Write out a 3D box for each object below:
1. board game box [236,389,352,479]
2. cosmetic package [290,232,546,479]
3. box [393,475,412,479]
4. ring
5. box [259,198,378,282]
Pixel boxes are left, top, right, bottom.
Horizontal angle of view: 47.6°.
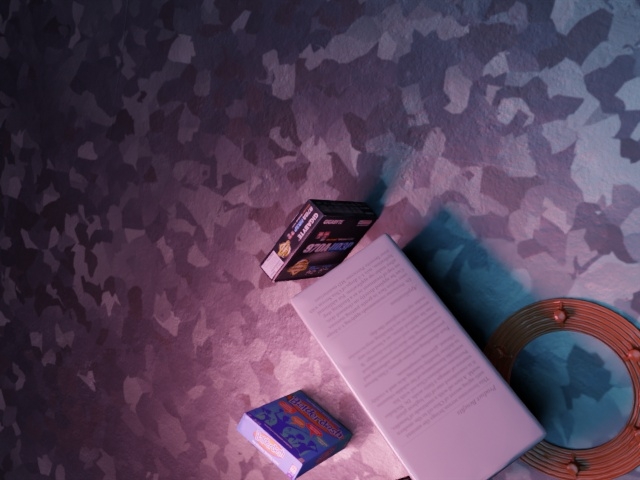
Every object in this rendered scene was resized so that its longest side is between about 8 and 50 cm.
[{"bbox_3d":[-0.050,0.397,1.504,0.160,0.210,0.047,35,108,23],"label":"board game box"},{"bbox_3d":[0.167,0.239,1.325,0.230,0.161,0.453,-34,67,-5],"label":"cosmetic package"},{"bbox_3d":[0.167,0.517,1.420,0.180,0.147,0.078,-29,78,28],"label":"box"},{"bbox_3d":[0.447,0.273,1.310,0.336,0.032,0.337,2,94,31],"label":"ring"},{"bbox_3d":[0.000,0.000,1.445,0.051,0.220,0.175,47,113,22],"label":"box"}]
